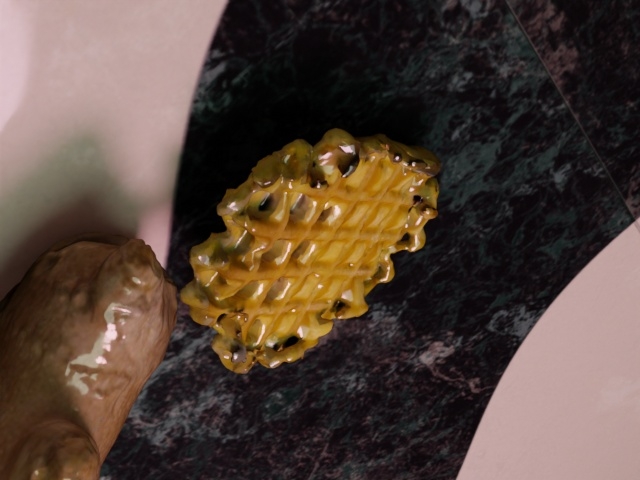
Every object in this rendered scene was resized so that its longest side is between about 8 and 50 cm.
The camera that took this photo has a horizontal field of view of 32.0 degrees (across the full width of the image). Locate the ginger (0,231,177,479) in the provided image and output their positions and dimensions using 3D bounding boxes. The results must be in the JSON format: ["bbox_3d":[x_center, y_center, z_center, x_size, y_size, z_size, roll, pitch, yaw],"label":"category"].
[{"bbox_3d":[-0.200,0.116,0.855,0.130,0.221,0.275,31,101,-22],"label":"ginger"}]

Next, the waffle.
[{"bbox_3d":[0.002,0.002,0.972,0.280,0.060,0.262,-34,150,-21],"label":"waffle"}]
